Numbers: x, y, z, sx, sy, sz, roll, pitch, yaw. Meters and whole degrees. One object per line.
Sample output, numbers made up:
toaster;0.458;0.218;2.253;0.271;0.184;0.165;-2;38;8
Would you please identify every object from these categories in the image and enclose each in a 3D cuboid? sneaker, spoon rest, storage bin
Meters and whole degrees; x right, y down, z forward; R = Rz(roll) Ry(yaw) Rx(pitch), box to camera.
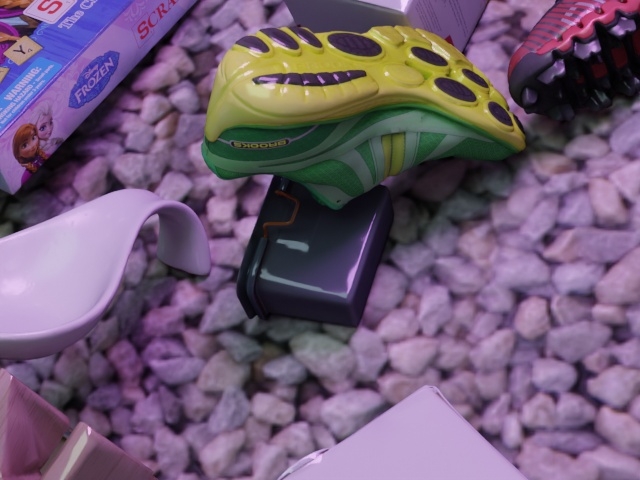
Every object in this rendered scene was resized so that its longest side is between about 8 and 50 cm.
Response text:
sneaker;0.032;-0.092;1.039;0.123;0.295;0.109;-55;49;37
sneaker;0.246;-0.208;1.095;0.276;0.098;0.135;-39;57;-5
spoon rest;-0.183;0.019;1.039;0.137;0.276;0.084;18;113;26
storage bin;0.000;0.000;1.083;0.091;0.098;0.135;13;68;14

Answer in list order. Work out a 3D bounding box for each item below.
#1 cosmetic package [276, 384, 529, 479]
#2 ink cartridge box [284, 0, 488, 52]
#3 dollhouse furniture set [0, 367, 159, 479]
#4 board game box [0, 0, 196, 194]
cosmetic package;0.097;0.264;0.703;0.197;0.155;0.365;-30;40;-14
ink cartridge box;0.070;-0.238;1.157;0.127;0.128;0.176;19;70;28
dollhouse furniture set;-0.258;0.210;0.882;0.362;0.394;0.256;26;75;29
board game box;-0.309;-0.218;1.282;0.318;0.066;0.319;21;58;28
